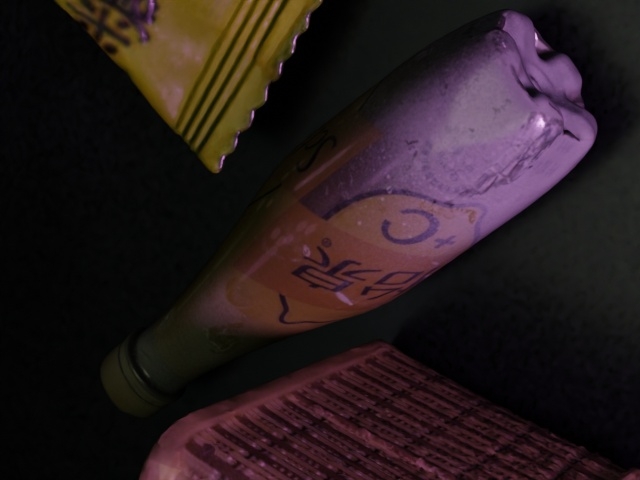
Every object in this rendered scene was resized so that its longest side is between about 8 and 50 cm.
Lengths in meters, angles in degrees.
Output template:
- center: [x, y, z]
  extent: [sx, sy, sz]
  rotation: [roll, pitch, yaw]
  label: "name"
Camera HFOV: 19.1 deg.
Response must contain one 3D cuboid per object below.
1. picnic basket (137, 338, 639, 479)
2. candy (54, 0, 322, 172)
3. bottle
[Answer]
- center: [0.007, 0.229, 0.813]
  extent: [0.175, 0.228, 0.313]
  rotation: [28, 108, 21]
  label: "picnic basket"
- center: [-0.099, -0.161, 0.880]
  extent: [0.246, 0.069, 0.149]
  rotation: [39, 115, 15]
  label: "candy"
- center: [0.000, 0.000, 0.853]
  extent: [0.269, 0.083, 0.083]
  rotation: [-36, 83, 26]
  label: "bottle"
